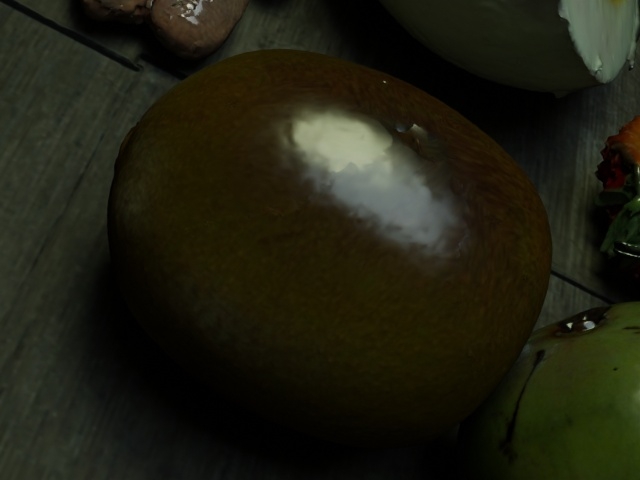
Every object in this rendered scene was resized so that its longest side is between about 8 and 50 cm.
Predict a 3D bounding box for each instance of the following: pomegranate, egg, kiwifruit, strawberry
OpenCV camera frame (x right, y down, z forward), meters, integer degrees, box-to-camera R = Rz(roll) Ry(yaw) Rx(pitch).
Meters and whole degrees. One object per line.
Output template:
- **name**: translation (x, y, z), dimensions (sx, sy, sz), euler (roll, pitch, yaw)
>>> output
- **pomegranate**: translation (0.180, 0.130, 0.649), dimensions (0.210, 0.179, 0.179), euler (45, 46, 7)
- **egg**: translation (0.113, -0.257, 0.885), dimensions (0.337, 0.201, 0.337), euler (23, 63, -59)
- **kiwifruit**: translation (0.000, 0.000, 0.638), dimensions (0.234, 0.196, 0.196), euler (29, 46, 1)
- **strawberry**: translation (0.261, -0.026, 0.881), dimensions (0.140, 0.085, 0.192), euler (11, 45, -14)

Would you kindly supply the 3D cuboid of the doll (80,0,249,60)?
- **doll**: translation (-0.073, -0.268, 0.832), dimensions (0.201, 0.156, 0.303), euler (24, 51, -20)
